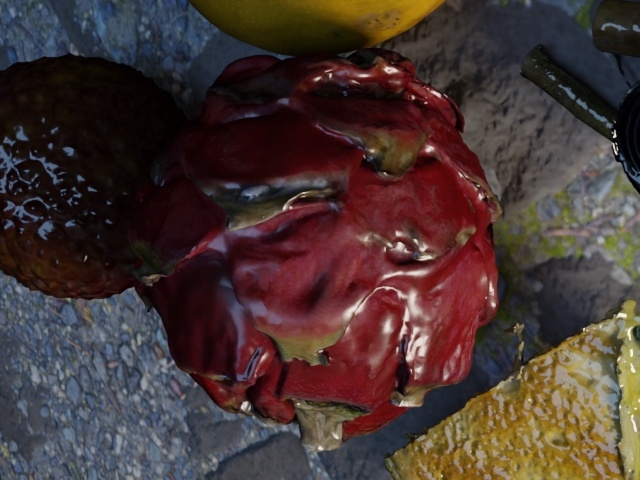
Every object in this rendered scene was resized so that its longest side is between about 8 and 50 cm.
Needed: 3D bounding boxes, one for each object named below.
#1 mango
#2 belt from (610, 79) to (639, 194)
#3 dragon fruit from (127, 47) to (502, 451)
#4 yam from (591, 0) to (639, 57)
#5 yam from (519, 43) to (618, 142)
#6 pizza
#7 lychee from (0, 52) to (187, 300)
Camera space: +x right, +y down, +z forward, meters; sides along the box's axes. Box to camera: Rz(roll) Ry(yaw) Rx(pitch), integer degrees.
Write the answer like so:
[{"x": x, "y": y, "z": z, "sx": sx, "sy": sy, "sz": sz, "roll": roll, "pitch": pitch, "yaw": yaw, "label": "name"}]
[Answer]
[{"x": -0.007, "y": -0.253, "z": 0.979, "sx": 0.359, "sy": 0.144, "sz": 0.187, "roll": 1, "pitch": 89, "yaw": 44, "label": "mango"}, {"x": 0.309, "y": -0.071, "z": 0.780, "sx": 0.198, "sy": 0.078, "sz": 0.151, "roll": 24, "pitch": 139, "yaw": 30, "label": "belt"}, {"x": -0.003, "y": -0.001, "z": 0.930, "sx": 0.329, "sy": 0.329, "sz": 0.329, "roll": 10, "pitch": 106, "yaw": 37, "label": "dragon fruit"}, {"x": 0.349, "y": -0.127, "z": 0.785, "sx": 0.327, "sy": 0.045, "sz": 0.045, "roll": 18, "pitch": 81, "yaw": 34, "label": "yam"}, {"x": 0.217, "y": -0.110, "z": 0.904, "sx": 0.129, "sy": 0.027, "sz": 0.033, "roll": 42, "pitch": 124, "yaw": 23, "label": "yam"}, {"x": 0.215, "y": 0.175, "z": 0.946, "sx": 0.280, "sy": 0.075, "sz": 0.288, "roll": 37, "pitch": 119, "yaw": 22, "label": "pizza"}, {"x": -0.255, "y": -0.068, "z": 1.156, "sx": 0.260, "sy": 0.260, "sz": 0.261, "roll": 10, "pitch": 106, "yaw": 37, "label": "lychee"}]
